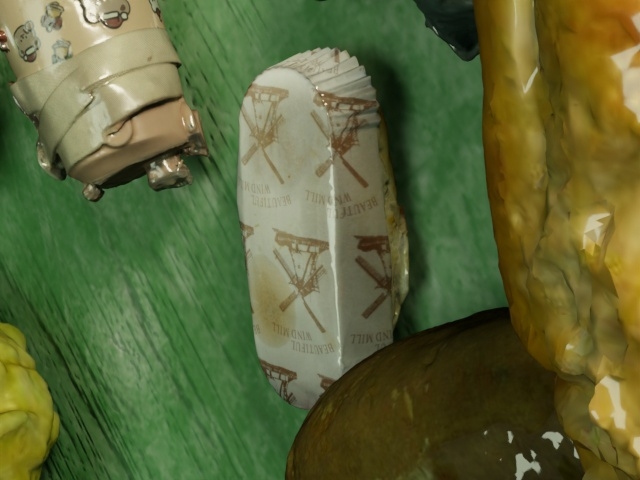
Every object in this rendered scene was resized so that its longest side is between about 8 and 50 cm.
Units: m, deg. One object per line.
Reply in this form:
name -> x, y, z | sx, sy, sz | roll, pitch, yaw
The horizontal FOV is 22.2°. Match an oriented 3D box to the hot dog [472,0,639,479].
hot dog -> 0.220, -0.049, 0.426 | 0.367, 0.196, 0.365 | -5, 94, 17

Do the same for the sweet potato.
sweet potato -> 0.134, 0.074, 0.653 | 0.423, 0.130, 0.130 | -19, 87, 40

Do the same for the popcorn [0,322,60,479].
popcorn -> -0.270, 0.143, 1.046 | 0.256, 0.195, 0.254 | -23, 74, 46

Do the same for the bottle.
bottle -> -0.123, -0.091, 0.891 | 0.099, 0.099, 0.152 | -22, 88, 47

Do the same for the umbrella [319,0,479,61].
umbrella -> 0.093, -0.158, 0.648 | 0.349, 0.094, 0.143 | -10, 89, 49

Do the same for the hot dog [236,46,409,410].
hot dog -> 0.000, 0.000, 0.817 | 0.099, 0.053, 0.192 | 6, 108, 46
